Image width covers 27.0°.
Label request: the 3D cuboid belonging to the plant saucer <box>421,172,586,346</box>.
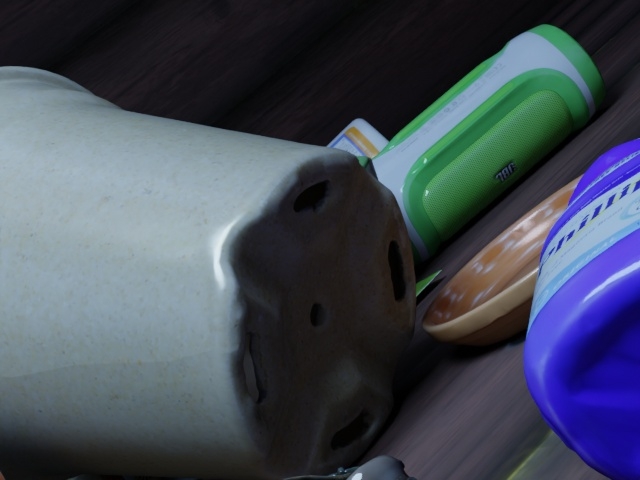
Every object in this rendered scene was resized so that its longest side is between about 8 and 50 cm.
[{"bbox_3d":[0.160,0.012,0.947,0.200,0.037,0.200,-39,4,3],"label":"plant saucer"}]

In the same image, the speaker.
[{"bbox_3d":[0.163,-0.100,1.433,0.296,0.131,0.131,-40,5,-7],"label":"speaker"}]

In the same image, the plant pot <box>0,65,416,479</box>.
[{"bbox_3d":[-0.113,0.039,0.954,0.305,0.334,0.334,3,32,34],"label":"plant pot"}]

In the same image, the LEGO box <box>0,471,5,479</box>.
[{"bbox_3d":[-0.412,0.358,0.747,0.372,0.193,0.500,-22,12,25],"label":"LEGO box"}]

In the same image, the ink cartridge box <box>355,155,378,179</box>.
[{"bbox_3d":[-0.094,0.023,1.275,0.278,0.117,0.201,1,40,28],"label":"ink cartridge box"}]

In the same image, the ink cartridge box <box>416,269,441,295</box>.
[{"bbox_3d":[-0.019,0.080,1.330,0.189,0.097,0.255,-42,4,-28],"label":"ink cartridge box"}]

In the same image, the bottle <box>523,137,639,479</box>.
[{"bbox_3d":[0.159,0.010,0.618,0.118,0.092,0.283,-39,5,20],"label":"bottle"}]

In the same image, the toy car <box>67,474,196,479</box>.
[{"bbox_3d":[-0.184,0.207,1.211,0.188,0.155,0.149,-26,-7,-47],"label":"toy car"}]

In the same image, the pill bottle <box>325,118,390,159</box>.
[{"bbox_3d":[0.000,0.000,1.562,0.272,0.152,0.152,-44,4,2],"label":"pill bottle"}]

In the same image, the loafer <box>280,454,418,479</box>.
[{"bbox_3d":[0.009,0.137,0.643,0.096,0.084,0.267,-42,5,-21],"label":"loafer"}]
